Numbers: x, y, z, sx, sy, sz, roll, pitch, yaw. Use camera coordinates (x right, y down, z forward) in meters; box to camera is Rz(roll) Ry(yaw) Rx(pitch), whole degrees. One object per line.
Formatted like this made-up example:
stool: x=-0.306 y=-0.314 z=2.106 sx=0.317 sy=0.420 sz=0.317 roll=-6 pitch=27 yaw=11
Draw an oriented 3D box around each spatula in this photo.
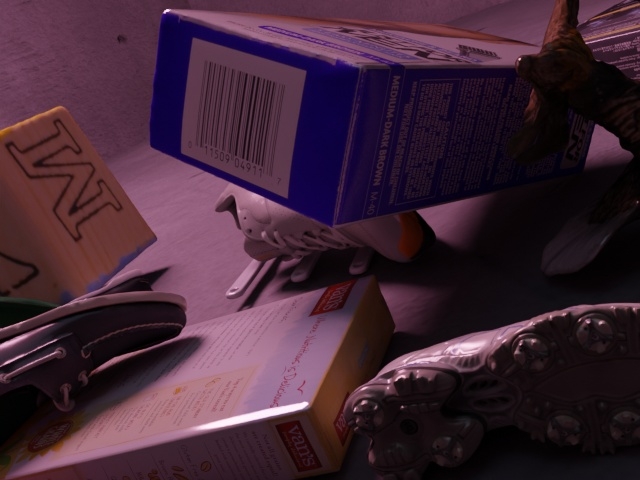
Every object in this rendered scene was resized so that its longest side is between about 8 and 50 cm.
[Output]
spatula: x=0.000 y=0.000 z=0.832 sx=0.168 sy=0.019 sz=0.242 roll=-12 pitch=19 yaw=18

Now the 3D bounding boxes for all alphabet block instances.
alphabet block: x=-0.345 y=-0.010 z=0.950 sx=0.192 sy=0.197 sz=0.193 roll=-28 pitch=11 yaw=22

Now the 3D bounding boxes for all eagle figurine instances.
eagle figurine: x=0.267 y=-0.077 z=0.475 sx=0.299 sy=0.225 sz=0.226 roll=14 pitch=73 yaw=17

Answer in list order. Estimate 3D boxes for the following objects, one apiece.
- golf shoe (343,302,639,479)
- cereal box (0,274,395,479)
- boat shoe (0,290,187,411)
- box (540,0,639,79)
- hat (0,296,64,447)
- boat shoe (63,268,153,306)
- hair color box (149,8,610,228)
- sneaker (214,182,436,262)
golf shoe: x=0.099 y=0.059 z=0.395 sx=0.176 sy=0.069 sz=0.086 roll=-15 pitch=11 yaw=23
cereal box: x=-0.081 y=0.102 z=0.531 sx=0.240 sy=0.047 sz=0.173 roll=-16 pitch=16 yaw=21
boat shoe: x=-0.181 y=0.088 z=0.541 sx=0.206 sy=0.064 sz=0.075 roll=-15 pitch=-21 yaw=-20
box: x=0.455 y=-0.233 z=0.824 sx=0.318 sy=0.097 sz=0.395 roll=-30 pitch=17 yaw=-32
hat: x=-0.256 y=0.162 z=0.598 sx=0.209 sy=0.173 sz=0.183 roll=-11 pitch=56 yaw=0
boat shoe: x=-0.229 y=0.075 z=0.852 sx=0.125 sy=0.038 sz=0.046 roll=-31 pitch=-16 yaw=-31
hair color box: x=0.062 y=-0.108 z=0.645 sx=0.185 sy=0.110 sz=0.339 roll=25 pitch=24 yaw=36
sneaker: x=-0.006 y=-0.017 z=0.744 sx=0.121 sy=0.099 sz=0.262 roll=-51 pitch=35 yaw=-4
